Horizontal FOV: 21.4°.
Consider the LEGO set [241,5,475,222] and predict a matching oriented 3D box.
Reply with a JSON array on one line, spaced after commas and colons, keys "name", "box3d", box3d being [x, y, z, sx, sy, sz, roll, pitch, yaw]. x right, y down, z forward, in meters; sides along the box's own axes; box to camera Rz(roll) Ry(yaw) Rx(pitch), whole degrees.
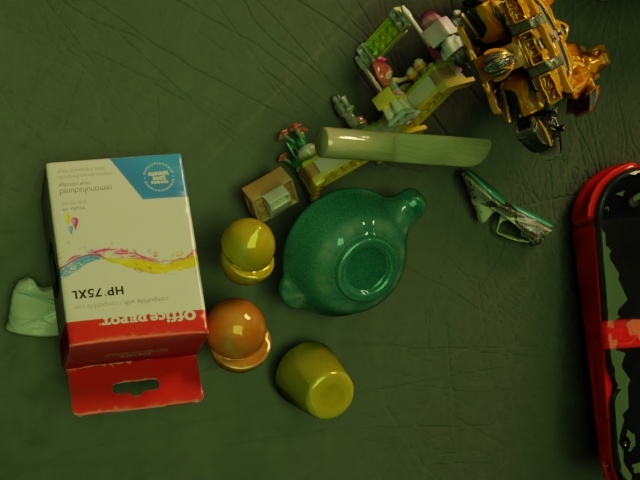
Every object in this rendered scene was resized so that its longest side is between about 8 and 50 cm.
[{"name": "LEGO set", "box3d": [0.032, -0.138, 1.678, 0.287, 0.132, 0.107, -38, 76, 18]}]

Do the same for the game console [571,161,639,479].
[{"name": "game console", "box3d": [0.460, 0.080, 1.767, 0.387, 0.060, 0.342, -3, 83, -11]}]

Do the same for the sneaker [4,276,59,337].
[{"name": "sneaker", "box3d": [-0.228, 0.068, 1.648, 0.152, 0.054, 0.061, 6, 87, -11]}]

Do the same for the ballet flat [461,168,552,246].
[{"name": "ballet flat", "box3d": [0.185, -0.029, 1.743, 0.114, 0.041, 0.041, 33, 84, -10]}]

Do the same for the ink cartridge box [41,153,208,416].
[{"name": "ink cartridge box", "box3d": [-0.184, 0.041, 1.604, 0.134, 0.078, 0.231, -6, 71, -15]}]

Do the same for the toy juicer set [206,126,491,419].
[{"name": "toy juicer set", "box3d": [0.000, 0.000, 1.645, 0.209, 0.089, 0.329, 25, 97, -31]}]

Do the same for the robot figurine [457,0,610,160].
[{"name": "robot figurine", "box3d": [0.204, -0.193, 1.622, 0.085, 0.291, 0.211, -23, 97, 20]}]
